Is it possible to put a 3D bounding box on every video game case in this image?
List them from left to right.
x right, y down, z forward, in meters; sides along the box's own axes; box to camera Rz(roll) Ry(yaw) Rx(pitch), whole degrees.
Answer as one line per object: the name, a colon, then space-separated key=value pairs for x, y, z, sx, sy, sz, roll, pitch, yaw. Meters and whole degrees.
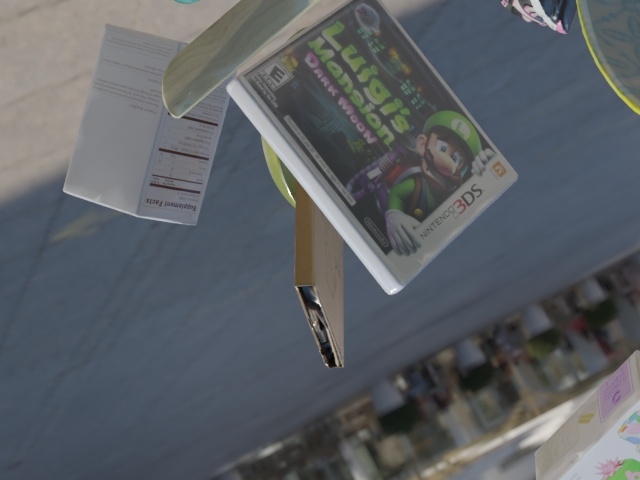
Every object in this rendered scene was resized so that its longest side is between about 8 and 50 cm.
video game case: x=0.044 y=-0.079 z=1.099 sx=0.173 sy=0.190 sz=0.022 roll=-41 pitch=-177 yaw=-42

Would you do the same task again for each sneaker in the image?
sneaker: x=0.224 y=-0.271 z=1.610 sx=0.077 sy=0.072 sz=0.178 roll=13 pitch=168 yaw=23

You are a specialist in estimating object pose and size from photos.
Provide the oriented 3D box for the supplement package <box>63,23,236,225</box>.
supplement package: x=-0.172 y=-0.117 z=1.513 sx=0.105 sy=0.179 sz=0.105 roll=18 pitch=-175 yaw=31

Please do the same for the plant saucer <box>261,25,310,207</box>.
plant saucer: x=-0.017 y=-0.143 z=1.837 sx=0.037 sy=0.241 sz=0.241 roll=-1 pitch=-174 yaw=26

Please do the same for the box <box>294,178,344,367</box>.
box: x=0.000 y=0.000 z=1.462 sx=0.021 sy=0.201 sz=0.164 roll=-5 pitch=147 yaw=9

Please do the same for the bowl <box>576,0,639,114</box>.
bowl: x=0.306 y=-0.169 z=0.851 sx=0.289 sy=0.289 sz=0.156 roll=-32 pitch=145 yaw=32

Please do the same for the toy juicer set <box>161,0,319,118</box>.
toy juicer set: x=-0.033 y=-0.251 z=0.898 sx=0.209 sy=0.329 sz=0.089 roll=-19 pitch=167 yaw=9

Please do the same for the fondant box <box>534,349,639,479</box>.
fondant box: x=0.496 y=0.316 z=2.028 sx=0.238 sy=0.330 sz=0.096 roll=-53 pitch=-160 yaw=33
